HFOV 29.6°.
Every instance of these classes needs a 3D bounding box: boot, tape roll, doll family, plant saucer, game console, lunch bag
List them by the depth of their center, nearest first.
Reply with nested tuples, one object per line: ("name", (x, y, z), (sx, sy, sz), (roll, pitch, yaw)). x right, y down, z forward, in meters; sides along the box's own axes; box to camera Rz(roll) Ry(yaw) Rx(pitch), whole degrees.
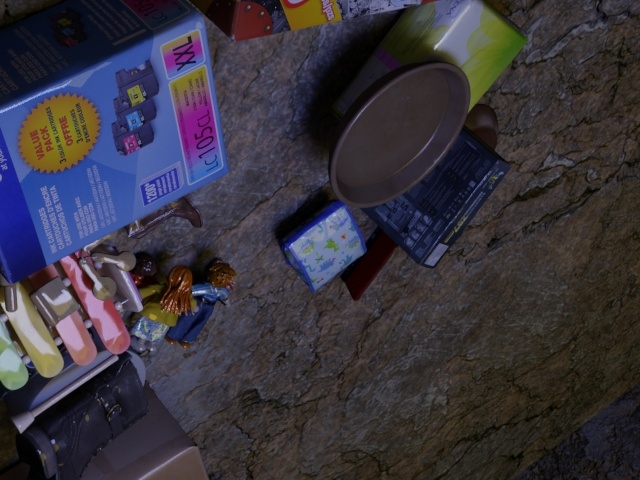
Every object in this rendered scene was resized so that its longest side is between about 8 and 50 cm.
("boot", (-0.243, -0.028, 1.848), (0.114, 0.037, 0.106), (-39, 135, -15))
("plant saucer", (0.119, -0.170, 1.896), (0.278, 0.041, 0.278), (-29, 146, -21))
("boot", (-0.358, 0.324, 1.913), (0.229, 0.091, 0.263), (-36, 143, -37))
("doll family", (-0.215, 0.099, 1.948), (0.263, 0.118, 0.163), (6, 122, -51))
("tape roll", (-0.393, 0.236, 1.951), (0.219, 0.072, 0.219), (-29, 144, -24))
("lunch bag", (0.000, 0.000, 2.097), (0.129, 0.096, 0.151), (-39, 157, -8))
("plant saucer", (0.266, -0.163, 2.264), (0.199, 0.036, 0.198), (-28, 144, -23))
("game console", (0.114, 0.044, 2.284), (0.144, 0.085, 0.124), (-53, 147, 15))

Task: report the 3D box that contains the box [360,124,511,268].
("box", (0.195, -0.096, 2.122), (0.232, 0.183, 0.059), (-54, 147, 14))

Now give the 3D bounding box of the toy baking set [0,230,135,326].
("toy baking set", (-0.359, -0.011, 1.683), (0.197, 0.030, 0.256), (-14, 108, -28))

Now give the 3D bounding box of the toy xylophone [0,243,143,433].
("toy xylophone", (-0.404, 0.142, 1.750), (0.323, 0.081, 0.236), (-39, 117, -16))

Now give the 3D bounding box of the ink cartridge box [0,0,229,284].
("ink cartridge box", (-0.329, -0.131, 1.516), (0.395, 0.151, 0.270), (-28, 139, -20))

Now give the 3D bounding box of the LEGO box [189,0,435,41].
("LEGO box", (0.032, -0.523, 1.442), (0.372, 0.193, 0.500), (-19, 140, -34))

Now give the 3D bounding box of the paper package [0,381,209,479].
("paper package", (-0.371, 0.456, 2.140), (0.325, 0.168, 0.309), (-33, 148, -19))

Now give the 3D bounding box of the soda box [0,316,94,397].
("soda box", (-0.432, 0.161, 1.832), (0.169, 0.060, 0.053), (-34, 143, -17))

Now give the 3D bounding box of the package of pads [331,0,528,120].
("package of pads", (0.177, -0.273, 1.976), (0.296, 0.101, 0.229), (-51, 148, 13))
